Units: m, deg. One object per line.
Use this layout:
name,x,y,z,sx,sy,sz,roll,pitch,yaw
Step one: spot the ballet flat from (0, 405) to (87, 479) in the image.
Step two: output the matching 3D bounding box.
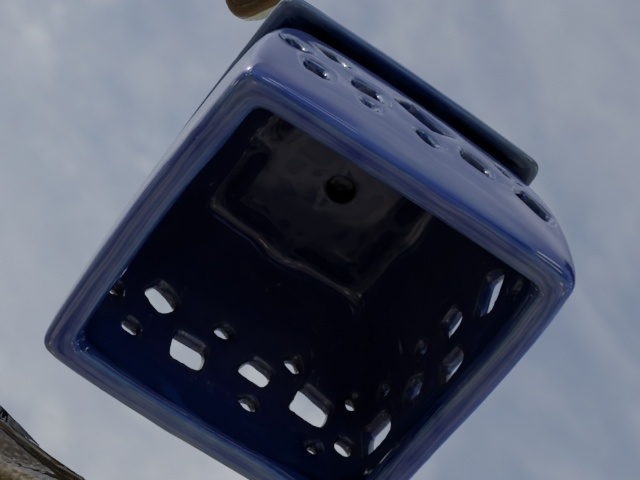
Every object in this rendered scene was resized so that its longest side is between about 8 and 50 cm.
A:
ballet flat,-0.115,0.133,0.861,0.250,0.058,0.084,33,-16,34

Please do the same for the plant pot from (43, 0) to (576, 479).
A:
plant pot,0.000,0.000,1.211,0.236,0.212,0.236,33,-65,-10

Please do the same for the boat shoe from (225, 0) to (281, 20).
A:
boat shoe,0.006,-0.233,1.509,0.190,0.072,0.068,-37,-115,31
